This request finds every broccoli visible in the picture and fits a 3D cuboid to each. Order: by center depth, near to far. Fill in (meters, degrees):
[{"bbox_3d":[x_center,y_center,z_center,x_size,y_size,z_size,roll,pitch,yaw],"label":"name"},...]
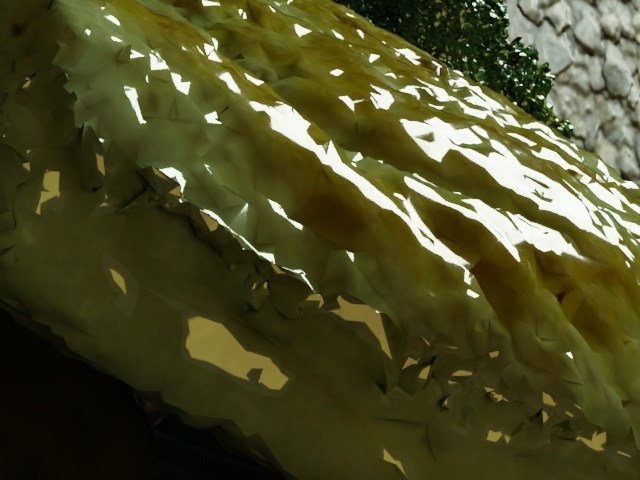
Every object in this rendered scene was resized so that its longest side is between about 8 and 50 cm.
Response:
[{"bbox_3d":[0.055,-0.077,0.801,0.156,0.195,0.195,-28,106,-54],"label":"broccoli"}]

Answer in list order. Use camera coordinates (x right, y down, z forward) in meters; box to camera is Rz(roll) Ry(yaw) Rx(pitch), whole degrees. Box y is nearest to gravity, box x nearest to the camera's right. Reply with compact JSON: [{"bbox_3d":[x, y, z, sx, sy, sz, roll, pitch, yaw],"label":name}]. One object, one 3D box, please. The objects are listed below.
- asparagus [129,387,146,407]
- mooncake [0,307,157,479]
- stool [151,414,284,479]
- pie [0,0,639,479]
[{"bbox_3d":[-0.081,0.044,0.782,0.018,0.015,0.127,35,68,-21],"label":"asparagus"},{"bbox_3d":[-0.190,0.112,0.564,0.228,0.228,0.124,67,25,-15],"label":"mooncake"},{"bbox_3d":[0.025,0.242,0.661,0.297,0.330,0.297,1,88,-37],"label":"stool"},{"bbox_3d":[0.012,0.010,0.537,0.395,0.418,0.180,28,98,-6],"label":"pie"}]
